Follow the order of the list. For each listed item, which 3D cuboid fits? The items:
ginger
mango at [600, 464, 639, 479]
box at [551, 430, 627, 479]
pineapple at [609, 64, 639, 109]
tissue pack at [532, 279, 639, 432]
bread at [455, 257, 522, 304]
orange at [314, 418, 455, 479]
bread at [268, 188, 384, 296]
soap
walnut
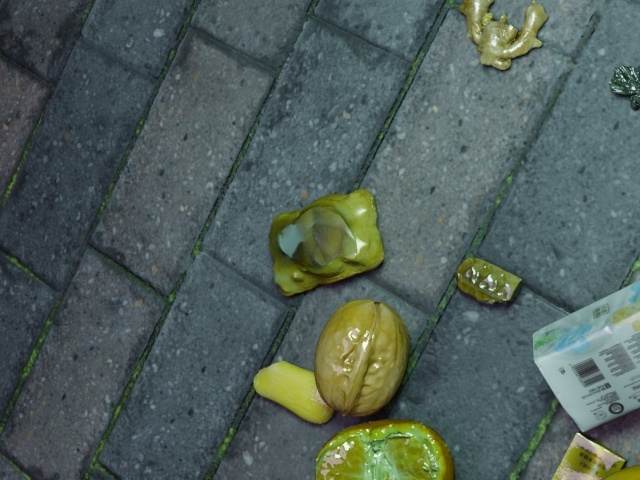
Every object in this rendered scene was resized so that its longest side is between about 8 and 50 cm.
[{"bbox_3d":[0.285,-0.381,1.690,0.193,0.052,0.176,9,85,26],"label":"ginger"},{"bbox_3d":[0.479,0.541,1.434,0.300,0.232,0.445,13,98,22],"label":"mango"},{"bbox_3d":[0.413,0.393,1.588,0.089,0.022,0.156,32,101,26],"label":"box"},{"bbox_3d":[0.522,-0.220,1.553,0.159,0.074,0.074,44,106,30],"label":"pineapple"},{"bbox_3d":[0.463,0.159,1.530,0.229,0.145,0.159,-30,106,23],"label":"tissue pack"},{"bbox_3d":[0.276,0.071,1.661,0.110,0.060,0.066,26,126,25],"label":"bread"},{"bbox_3d":[0.116,0.389,1.664,0.237,0.158,0.179,-12,87,23],"label":"orange"},{"bbox_3d":[0.000,0.000,1.792,0.233,0.088,0.160,-19,81,26],"label":"bread"},{"bbox_3d":[-0.043,0.272,1.823,0.168,0.033,0.089,25,96,26],"label":"soap"},{"bbox_3d":[0.070,0.202,1.706,0.159,0.159,0.206,17,89,27],"label":"walnut"}]
